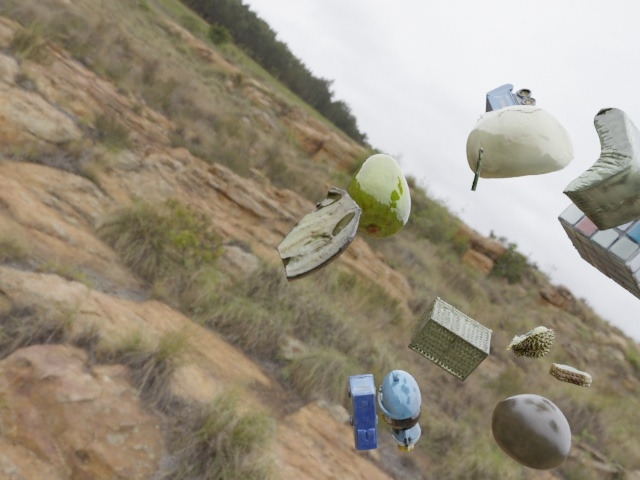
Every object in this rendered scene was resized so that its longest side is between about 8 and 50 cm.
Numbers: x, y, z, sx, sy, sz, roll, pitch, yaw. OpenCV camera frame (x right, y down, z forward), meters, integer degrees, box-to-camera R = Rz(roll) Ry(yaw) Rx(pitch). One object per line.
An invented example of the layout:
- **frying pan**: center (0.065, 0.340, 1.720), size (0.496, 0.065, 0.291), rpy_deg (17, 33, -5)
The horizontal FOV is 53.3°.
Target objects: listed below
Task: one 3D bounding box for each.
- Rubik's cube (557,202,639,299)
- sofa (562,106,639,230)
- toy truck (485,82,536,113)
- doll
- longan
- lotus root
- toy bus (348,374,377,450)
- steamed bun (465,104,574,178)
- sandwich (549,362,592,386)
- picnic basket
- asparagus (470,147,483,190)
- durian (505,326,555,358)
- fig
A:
- **Rubik's cube**: center (0.866, -0.029, 1.768), size (0.259, 0.253, 0.256), rpy_deg (39, 7, -41)
- **sofa**: center (0.716, -0.176, 1.576), size (0.210, 0.176, 0.225), rpy_deg (32, 48, -33)
- **toy truck**: center (0.748, -0.458, 2.452), size (0.367, 0.175, 0.146), rpy_deg (-94, 174, -47)
- **doll**: center (0.260, 0.546, 2.077), size (0.177, 0.141, 0.314), rpy_deg (-90, 172, -61)
- **longan**: center (0.563, 0.506, 1.703), size (0.198, 0.198, 0.212), rpy_deg (38, -6, -42)
- **lotus root**: center (0.000, 0.001, 1.994), size (0.210, 0.314, 0.142), rpy_deg (53, -1, 31)
- **toy bus**: center (0.117, 0.479, 1.764), size (0.094, 0.079, 0.236), rpy_deg (-83, 170, -60)
- **steamed bun**: center (0.644, -0.325, 2.074), size (0.312, 0.334, 0.232), rpy_deg (-69, 150, -83)
- **sandwich**: center (0.699, 0.376, 1.783), size (0.105, 0.035, 0.093), rpy_deg (15, 3, 7)
- **picnic basket**: center (0.384, 0.282, 1.876), size (0.196, 0.134, 0.154), rpy_deg (31, 29, 2)
- **asparagus**: center (0.455, -0.205, 1.848), size (0.015, 0.127, 0.018), rpy_deg (8, 4, -44)
- **durian**: center (0.714, 0.354, 2.166), size (0.146, 0.208, 0.102), rpy_deg (-49, -127, 54)
- **fig**: center (0.214, -0.175, 2.422), size (0.258, 0.326, 0.258), rpy_deg (4, -23, 2)
